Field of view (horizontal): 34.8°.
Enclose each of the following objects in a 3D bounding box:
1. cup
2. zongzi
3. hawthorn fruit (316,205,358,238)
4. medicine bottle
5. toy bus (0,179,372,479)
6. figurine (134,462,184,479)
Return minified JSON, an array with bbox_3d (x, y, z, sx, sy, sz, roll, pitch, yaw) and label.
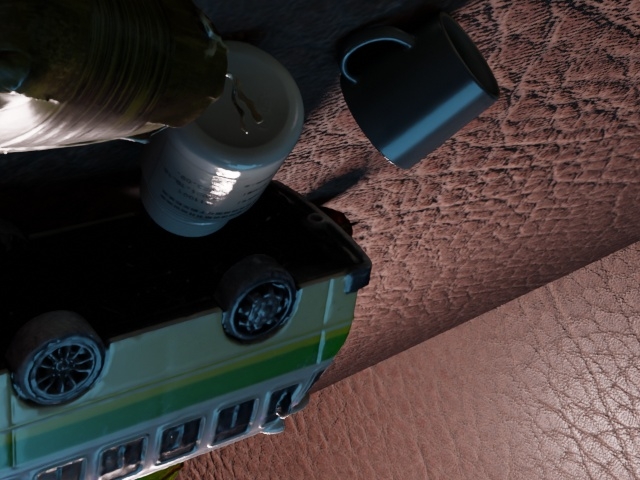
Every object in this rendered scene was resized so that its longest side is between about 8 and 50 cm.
[{"bbox_3d":[0.058,-0.104,0.653,0.077,0.078,0.100,-34,133,24],"label":"cup"},{"bbox_3d":[-0.146,-0.070,0.438,0.184,0.084,0.187,-12,176,21],"label":"zongzi"},{"bbox_3d":[-0.005,0.002,0.977,0.077,0.077,0.077,-21,167,-5],"label":"hawthorn fruit"},{"bbox_3d":[-0.065,-0.054,0.607,0.080,0.080,0.130,-17,167,-24],"label":"medicine bottle"},{"bbox_3d":[-0.126,0.075,0.725,0.305,0.143,0.179,-15,128,-33],"label":"toy bus"},{"bbox_3d":[-0.257,0.159,0.895,0.323,0.231,0.340,2,-166,37],"label":"figurine"}]
